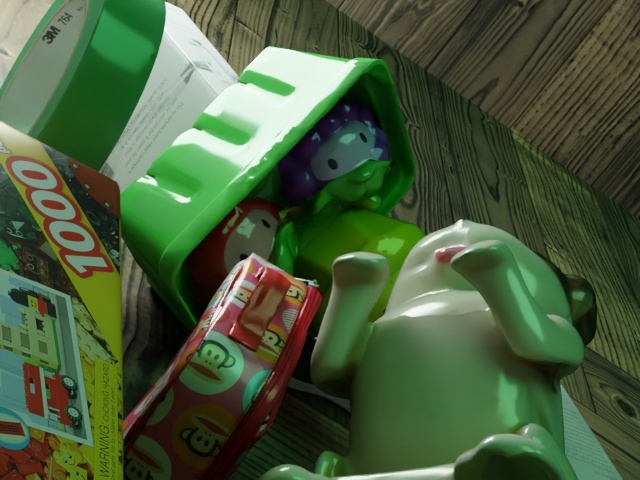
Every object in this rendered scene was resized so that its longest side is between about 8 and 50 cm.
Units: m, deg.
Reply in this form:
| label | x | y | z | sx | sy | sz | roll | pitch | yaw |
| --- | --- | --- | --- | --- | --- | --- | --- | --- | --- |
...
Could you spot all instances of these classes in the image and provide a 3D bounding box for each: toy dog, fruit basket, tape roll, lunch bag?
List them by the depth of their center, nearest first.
| label | x | y | z | sx | sy | sz | roll | pitch | yaw |
| --- | --- | --- | --- | --- | --- | --- | --- | --- | --- |
| toy dog | 0.156 | 0.158 | 1.472 | 0.395 | 0.284 | 0.408 | 52 | 34 | -32 |
| lunch bag | -0.098 | 0.134 | 1.484 | 0.120 | 0.258 | 0.293 | 32 | 23 | -3 |
| tape roll | -0.288 | -0.153 | 1.678 | 0.077 | 0.321 | 0.321 | 30 | 22 | -24 |
| fruit basket | 0.000 | 0.000 | 1.744 | 0.392 | 0.392 | 0.283 | 55 | -8 | 37 |

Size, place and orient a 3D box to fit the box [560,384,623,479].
| label | x | y | z | sx | sy | sz | roll | pitch | yaw |
| --- | --- | --- | --- | --- | --- | --- | --- | --- | --- |
| box | 0.221 | 0.324 | 1.678 | 0.168 | 0.215 | 0.345 | 23 | 26 | -36 |

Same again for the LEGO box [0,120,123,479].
| label | x | y | z | sx | sy | sz | roll | pitch | yaw |
| --- | --- | --- | --- | --- | --- | --- | --- | --- | --- |
| LEGO box | -0.360 | 0.077 | 1.204 | 0.372 | 0.193 | 0.500 | 28 | 28 | -26 |

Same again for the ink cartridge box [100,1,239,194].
| label | x | y | z | sx | sy | sz | roll | pitch | yaw |
| --- | --- | --- | --- | --- | --- | --- | --- | --- | --- |
| ink cartridge box | -0.203 | -0.155 | 1.983 | 0.117 | 0.207 | 0.283 | 11 | 34 | -54 |

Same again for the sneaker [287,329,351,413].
| label | x | y | z | sx | sy | sz | roll | pitch | yaw |
| --- | --- | --- | --- | --- | --- | --- | --- | --- | --- |
| sneaker | 0.027 | 0.122 | 1.877 | 0.295 | 0.147 | 0.104 | 29 | 25 | -21 |
